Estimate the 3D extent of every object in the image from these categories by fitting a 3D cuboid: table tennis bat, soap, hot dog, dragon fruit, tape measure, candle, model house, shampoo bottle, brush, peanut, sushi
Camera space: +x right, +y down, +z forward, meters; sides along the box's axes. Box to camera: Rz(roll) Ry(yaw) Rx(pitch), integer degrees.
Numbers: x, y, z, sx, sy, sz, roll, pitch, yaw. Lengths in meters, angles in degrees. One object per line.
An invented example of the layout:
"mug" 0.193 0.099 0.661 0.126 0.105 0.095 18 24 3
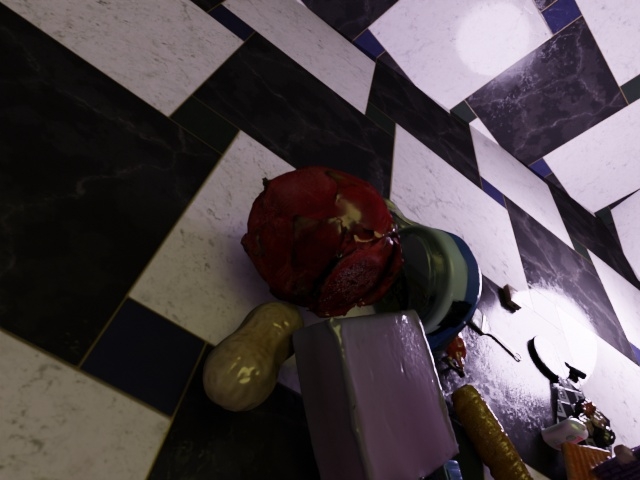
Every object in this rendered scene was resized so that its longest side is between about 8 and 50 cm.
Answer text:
"table tennis bat" 0.743 0.380 1.563 0.236 0.027 0.150 27 38 -20
"soap" 0.103 0.265 0.854 0.296 0.107 0.285 7 66 -52
"hot dog" 0.369 0.445 1.058 0.068 0.083 0.289 -14 61 -30
"dragon fruit" 0.000 0.000 0.973 0.296 0.295 0.302 3 17 -45
"tape measure" 0.228 0.101 1.136 0.138 0.262 0.259 5 48 -30
"candle" 0.329 0.216 1.278 0.084 0.059 0.301 17 41 -20
"model house" 0.683 0.571 1.113 0.237 0.237 0.202 32 42 -10
"shampoo bottle" 0.614 0.481 1.248 0.072 0.099 0.043 32 36 -18
"brush" 0.508 0.276 1.442 0.205 0.011 0.083 43 33 -3
"peanut" -0.099 0.184 0.813 0.111 0.125 0.274 26 25 11
"sushi" 0.762 0.508 1.403 0.219 0.047 0.231 44 37 -2

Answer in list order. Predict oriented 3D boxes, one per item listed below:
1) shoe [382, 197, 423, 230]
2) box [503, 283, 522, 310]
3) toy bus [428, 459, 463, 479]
"shoe" 0.212 -0.017 1.386 0.227 0.099 0.112 42 40 4
"box" 0.636 0.188 1.658 0.053 0.024 0.083 33 37 -16
"toy bus" 0.236 0.472 0.900 0.051 0.061 0.153 17 44 -27
